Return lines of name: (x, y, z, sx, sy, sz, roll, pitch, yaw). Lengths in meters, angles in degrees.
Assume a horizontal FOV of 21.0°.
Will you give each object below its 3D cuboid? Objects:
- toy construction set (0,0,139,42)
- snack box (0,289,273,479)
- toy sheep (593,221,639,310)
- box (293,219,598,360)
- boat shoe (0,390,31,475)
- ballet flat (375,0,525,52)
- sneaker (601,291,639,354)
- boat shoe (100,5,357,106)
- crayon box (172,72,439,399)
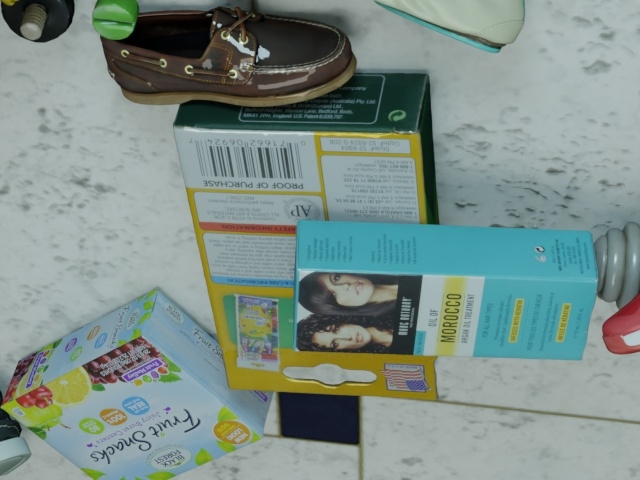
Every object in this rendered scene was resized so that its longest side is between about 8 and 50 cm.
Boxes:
toy construction set: (-0.323, -0.199, 1.257, 0.257, 0.237, 0.309, -16, 127, 18)
snack box: (-0.181, 0.157, 1.711, 0.207, 0.070, 0.174, -25, 124, 33)
toy sheep: (0.272, 0.025, 1.467, 0.132, 0.091, 0.091, 2, 135, 1)
box: (0.100, 0.042, 1.426, 0.244, 0.060, 0.101, 2, 134, -1)
boat shoe: (-0.417, 0.239, 1.836, 0.302, 0.091, 0.114, -30, 165, 34)
ballet flat: (0.039, -0.214, 1.297, 0.248, 0.086, 0.086, 16, 136, -5)
sneaker: (0.298, -0.011, 1.390, 0.221, 0.087, 0.128, -33, 92, -5)
boat shoe: (-0.077, -0.151, 1.378, 0.207, 0.073, 0.073, -3, 135, 15)
crayon box: (0.000, 0.000, 1.504, 0.203, 0.083, 0.323, 2, 134, 10)
